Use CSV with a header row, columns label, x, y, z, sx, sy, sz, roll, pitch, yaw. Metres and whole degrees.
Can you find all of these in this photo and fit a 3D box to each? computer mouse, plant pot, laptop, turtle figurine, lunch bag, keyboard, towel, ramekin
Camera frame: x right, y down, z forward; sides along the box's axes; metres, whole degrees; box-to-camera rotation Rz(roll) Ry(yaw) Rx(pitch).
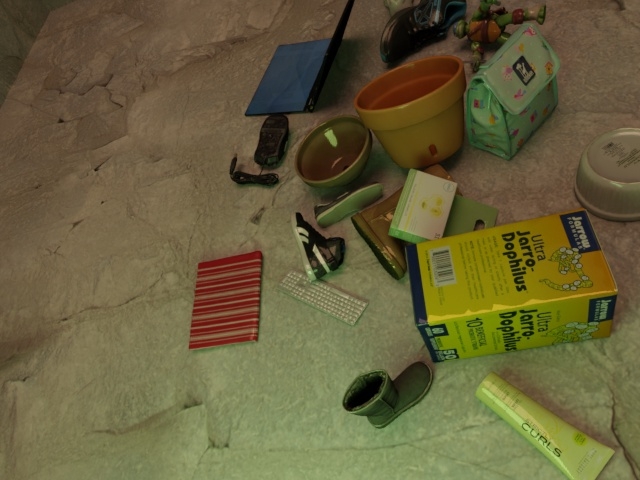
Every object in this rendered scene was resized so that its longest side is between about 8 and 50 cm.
label,x,y,z,sx,sy,sz,roll,pitch,yaw
computer mouse,-0.193,-0.284,1.685,0.183,0.060,0.262,1,69,20
plant pot,0.053,-0.233,1.489,0.237,0.110,0.238,-18,52,24
laptop,-0.069,-0.648,1.783,0.236,0.408,0.382,20,62,-3
turtle figurine,0.499,-0.601,1.513,0.266,0.274,0.198,9,95,25
lunch bag,0.478,-0.376,1.312,0.223,0.262,0.160,-46,51,-13
keyboard,-0.001,0.138,1.320,0.255,0.014,0.072,22,67,34
plant pot,0.257,-0.329,1.384,0.290,0.204,0.291,-19,33,13
towel,-0.252,0.158,1.409,0.198,0.031,0.275,-11,54,14
ramekin,0.679,-0.155,1.162,0.207,0.109,0.207,-12,53,17

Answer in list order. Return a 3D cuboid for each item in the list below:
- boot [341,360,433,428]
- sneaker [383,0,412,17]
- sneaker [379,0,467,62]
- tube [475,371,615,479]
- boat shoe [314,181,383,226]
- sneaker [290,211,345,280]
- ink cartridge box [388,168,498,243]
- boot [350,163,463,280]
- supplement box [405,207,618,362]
label,x,y,z,sx,sy,sz,roll,pitch,yaw
boot,0.136,0.284,1.023,0.190,0.208,0.076,-46,52,-11
sneaker,0.275,-0.877,1.853,0.110,0.129,0.297,-19,50,13
sneaker,0.332,-0.703,1.705,0.341,0.125,0.139,-46,56,-9
tube,0.403,0.340,0.965,0.240,0.062,0.070,37,117,34
boat shoe,0.072,-0.114,1.430,0.206,0.075,0.065,-29,53,8
sneaker,0.000,0.000,1.386,0.121,0.079,0.217,-20,56,2
ink cartridge box,0.297,-0.056,1.235,0.234,0.056,0.171,19,67,8
boot,0.238,-0.056,1.306,0.269,0.089,0.236,-30,56,-4
supplement box,0.373,0.100,1.058,0.356,0.194,0.195,-13,52,16
